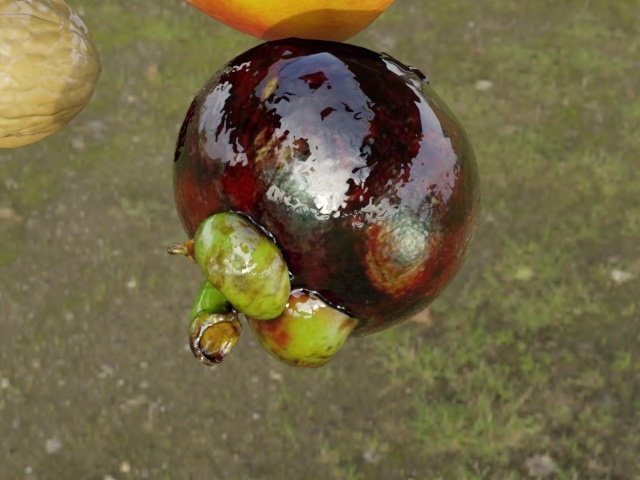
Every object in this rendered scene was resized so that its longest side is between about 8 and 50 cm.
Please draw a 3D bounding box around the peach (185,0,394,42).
[{"bbox_3d":[-0.080,-0.376,1.469,0.380,0.306,0.242,16,73,53],"label":"peach"}]

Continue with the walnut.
[{"bbox_3d":[-0.416,-0.232,1.707,0.261,0.225,0.225,3,31,-23],"label":"walnut"}]

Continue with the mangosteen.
[{"bbox_3d":[-0.017,-0.024,1.247,0.306,0.306,0.359,29,74,34],"label":"mangosteen"}]
